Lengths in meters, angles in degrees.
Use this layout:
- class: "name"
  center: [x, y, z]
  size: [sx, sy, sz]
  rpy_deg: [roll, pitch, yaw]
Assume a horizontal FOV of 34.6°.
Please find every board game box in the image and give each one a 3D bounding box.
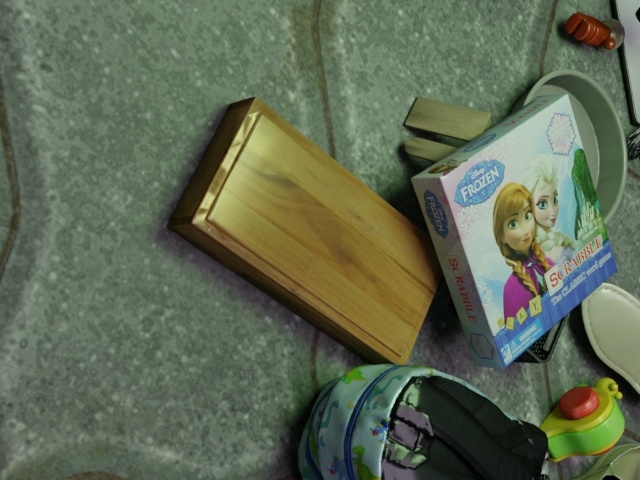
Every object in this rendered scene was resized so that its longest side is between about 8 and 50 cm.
- class: "board game box"
  center: [0.309, -0.020, 1.578]
  size: [0.319, 0.066, 0.318]
  rpy_deg: [-34, 112, -33]

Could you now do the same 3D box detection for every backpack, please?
- class: "backpack"
  center: [0.141, 0.319, 1.458]
  size: [0.355, 0.273, 0.290]
  rpy_deg: [44, 63, -51]

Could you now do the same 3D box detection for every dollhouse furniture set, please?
- class: "dollhouse furniture set"
  center: [0.196, -0.117, 1.643]
  size: [0.144, 0.123, 0.151]
  rpy_deg: [-63, 155, -21]

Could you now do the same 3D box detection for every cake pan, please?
- class: "cake pan"
  center: [0.428, -0.151, 1.801]
  size: [0.293, 0.054, 0.293]
  rpy_deg: [3, 85, -37]

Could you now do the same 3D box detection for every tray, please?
- class: "tray"
  center: [0.000, 0.000, 1.462]
  size: [0.411, 0.076, 0.202]
  rpy_deg: [36, 67, -29]

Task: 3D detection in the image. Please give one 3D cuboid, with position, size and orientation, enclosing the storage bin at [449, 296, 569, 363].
- class: "storage bin"
  center: [0.310, 0.110, 1.679]
  size: [0.180, 0.084, 0.122]
  rpy_deg: [41, 64, -28]

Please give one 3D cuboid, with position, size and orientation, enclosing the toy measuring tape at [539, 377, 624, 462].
- class: "toy measuring tape"
  center: [0.421, 0.346, 1.728]
  size: [0.330, 0.121, 0.121]
  rpy_deg: [-42, 111, -31]

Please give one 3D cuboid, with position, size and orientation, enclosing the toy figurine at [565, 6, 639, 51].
- class: "toy figurine"
  center: [0.546, -0.447, 1.814]
  size: [0.148, 0.213, 0.209]
  rpy_deg: [-1, 85, -46]

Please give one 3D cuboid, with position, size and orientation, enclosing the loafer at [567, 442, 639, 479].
- class: "loafer"
  center: [0.517, 0.438, 1.806]
  size: [0.268, 0.092, 0.102]
  rpy_deg: [-21, 99, -36]

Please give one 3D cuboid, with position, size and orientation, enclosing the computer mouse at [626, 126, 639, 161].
- class: "computer mouse"
  center: [0.708, -0.152, 1.982]
  size: [0.188, 0.072, 0.272]
  rpy_deg: [-39, 112, 6]

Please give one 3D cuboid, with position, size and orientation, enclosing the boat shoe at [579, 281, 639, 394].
- class: "boat shoe"
  center: [0.561, 0.183, 1.854]
  size: [0.116, 0.096, 0.324]
  rpy_deg: [-39, 112, 12]

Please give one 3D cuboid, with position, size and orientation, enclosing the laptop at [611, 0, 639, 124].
- class: "laptop"
  center: [0.781, -0.451, 1.971]
  size: [0.408, 0.236, 0.382]
  rpy_deg: [-14, 95, -36]
